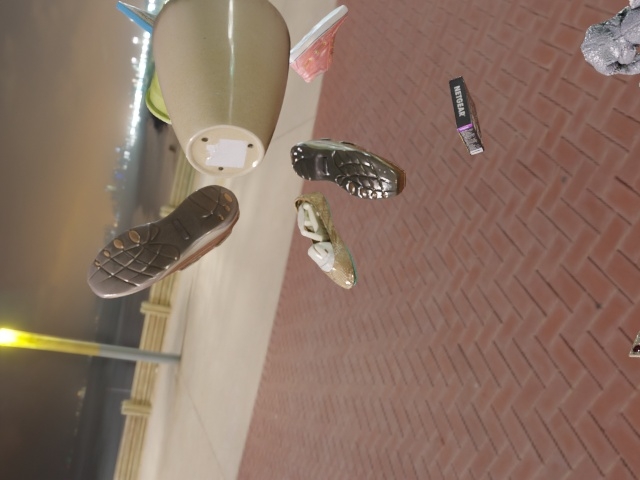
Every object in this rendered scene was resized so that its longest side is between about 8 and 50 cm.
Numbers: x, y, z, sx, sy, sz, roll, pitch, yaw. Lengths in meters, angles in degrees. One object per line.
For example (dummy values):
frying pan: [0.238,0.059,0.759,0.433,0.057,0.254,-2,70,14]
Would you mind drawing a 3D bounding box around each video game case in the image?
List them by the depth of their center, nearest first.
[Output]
video game case: [-0.328,-0.443,1.233,0.015,0.119,0.166,-55,-17,19]

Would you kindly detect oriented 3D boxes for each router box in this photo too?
router box: [0.408,-0.348,1.647,0.046,0.133,0.178,-16,56,23]

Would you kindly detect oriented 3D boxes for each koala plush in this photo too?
koala plush: [0.881,-0.585,1.660,0.221,0.203,0.196,151,102,-70]

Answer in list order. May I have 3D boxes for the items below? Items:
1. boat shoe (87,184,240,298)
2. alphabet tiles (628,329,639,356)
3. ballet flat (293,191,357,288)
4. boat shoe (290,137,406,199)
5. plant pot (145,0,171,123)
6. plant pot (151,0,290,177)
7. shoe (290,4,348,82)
boat shoe: [-0.295,0.018,1.163,0.123,0.324,0.116,58,172,17]
alphabet tiles: [0.874,0.198,1.411,0.198,0.009,0.237,-54,11,-20]
ballet flat: [0.000,0.000,1.064,0.073,0.067,0.206,-56,47,42]
boat shoe: [0.075,-0.198,1.485,0.324,0.120,0.122,22,128,31]
plant pot: [-0.302,-0.461,1.483,0.276,0.276,0.254,-99,16,-46]
plant pot: [-0.166,-0.252,1.029,0.256,0.257,0.274,123,146,-49]
shoe: [0.009,-0.441,1.331,0.178,0.081,0.063,-42,24,9]
